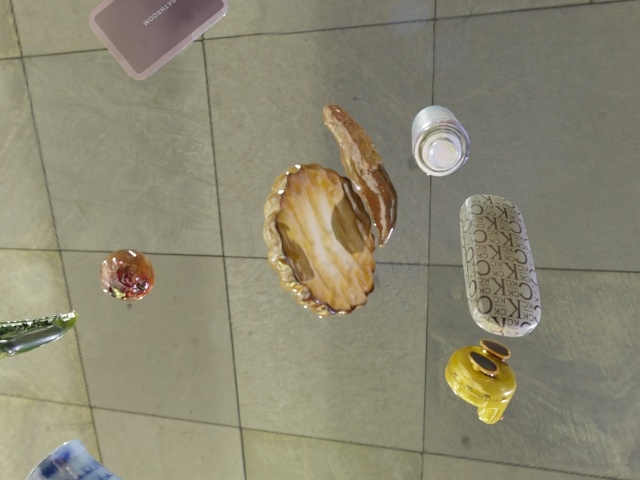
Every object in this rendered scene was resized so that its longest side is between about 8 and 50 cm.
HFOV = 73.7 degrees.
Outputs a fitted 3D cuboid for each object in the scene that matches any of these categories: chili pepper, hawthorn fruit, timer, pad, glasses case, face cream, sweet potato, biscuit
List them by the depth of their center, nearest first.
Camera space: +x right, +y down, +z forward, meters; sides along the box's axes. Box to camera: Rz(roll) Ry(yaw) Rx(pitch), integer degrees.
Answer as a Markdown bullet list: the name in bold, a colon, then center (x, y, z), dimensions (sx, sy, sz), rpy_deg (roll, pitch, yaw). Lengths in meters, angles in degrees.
- **chili pepper**: center (-0.504, 0.129, 0.524), dimensions (0.358, 0.085, 0.077), rpy_deg (1, 67, -24)
- **hawthorn fruit**: center (-0.260, 0.049, 0.577), dimensions (0.077, 0.077, 0.077), rpy_deg (4, 105, 13)
- **face cream**: center (0.169, -0.145, 0.614), dimensions (0.075, 0.229, 0.075), rpy_deg (4, 113, 9)
- **timer**: center (0.251, 0.224, 0.677), dimensions (0.107, 0.107, 0.109), rpy_deg (18, 114, 9)
- **biscuit**: center (0.000, 0.000, 0.888), dimensions (0.107, 0.325, 0.326), rpy_deg (-19, 100, 36)
- **pad**: center (-0.342, -0.482, 0.904), dimensions (0.266, 0.002, 0.176), rpy_deg (-39, 97, 1)
- **glasses case**: center (0.385, 0.040, 0.935), dimensions (0.136, 0.355, 0.085), rpy_deg (8, 143, 0)
- **sweet potato**: center (0.110, -0.163, 1.012), dimensions (0.095, 0.106, 0.355), rpy_deg (-20, 94, 59)

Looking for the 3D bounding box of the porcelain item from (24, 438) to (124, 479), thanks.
- **porcelain item**: center (-0.312, 0.416, 0.624), dimensions (0.259, 0.141, 0.141), rpy_deg (40, 110, 9)
